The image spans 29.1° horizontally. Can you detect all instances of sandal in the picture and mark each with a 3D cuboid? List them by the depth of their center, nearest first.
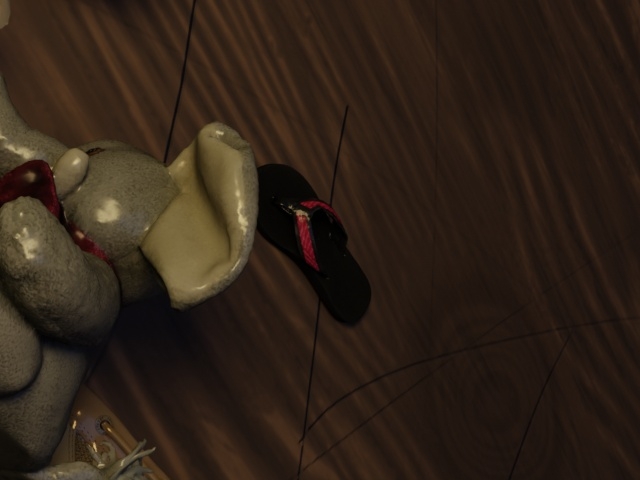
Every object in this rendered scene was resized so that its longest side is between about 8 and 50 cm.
[{"bbox_3d":[0.000,0.000,1.083,0.179,0.040,0.067,53,58,-27],"label":"sandal"}]

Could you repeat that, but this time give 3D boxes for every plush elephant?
[{"bbox_3d":[-0.186,0.007,0.784,0.330,0.272,0.255,39,49,-25],"label":"plush elephant"}]

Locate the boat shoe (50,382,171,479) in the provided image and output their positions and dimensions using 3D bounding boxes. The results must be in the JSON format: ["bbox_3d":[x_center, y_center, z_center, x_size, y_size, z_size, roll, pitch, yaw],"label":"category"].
[{"bbox_3d":[-0.101,0.239,0.935,0.341,0.122,0.110,49,60,-27],"label":"boat shoe"}]

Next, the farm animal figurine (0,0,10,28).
[{"bbox_3d":[-0.233,-0.247,0.802,0.327,0.172,0.330,2,88,-41],"label":"farm animal figurine"}]
